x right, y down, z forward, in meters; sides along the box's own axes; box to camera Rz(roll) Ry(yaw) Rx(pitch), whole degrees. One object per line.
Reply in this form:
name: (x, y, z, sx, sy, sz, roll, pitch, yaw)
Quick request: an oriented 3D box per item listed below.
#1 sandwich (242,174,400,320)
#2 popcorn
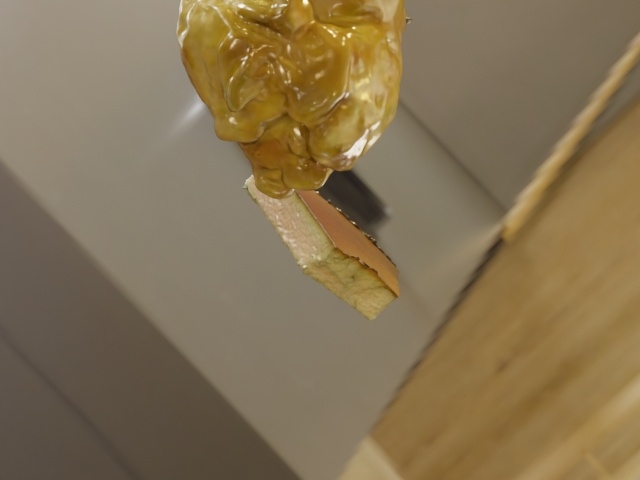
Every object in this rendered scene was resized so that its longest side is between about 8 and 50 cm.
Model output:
sandwich: (0.000, 0.000, 1.912, 0.193, 0.058, 0.162, 42, 10, -7)
popcorn: (-0.030, -0.173, 1.578, 0.190, 0.253, 0.191, 7, -15, 29)
